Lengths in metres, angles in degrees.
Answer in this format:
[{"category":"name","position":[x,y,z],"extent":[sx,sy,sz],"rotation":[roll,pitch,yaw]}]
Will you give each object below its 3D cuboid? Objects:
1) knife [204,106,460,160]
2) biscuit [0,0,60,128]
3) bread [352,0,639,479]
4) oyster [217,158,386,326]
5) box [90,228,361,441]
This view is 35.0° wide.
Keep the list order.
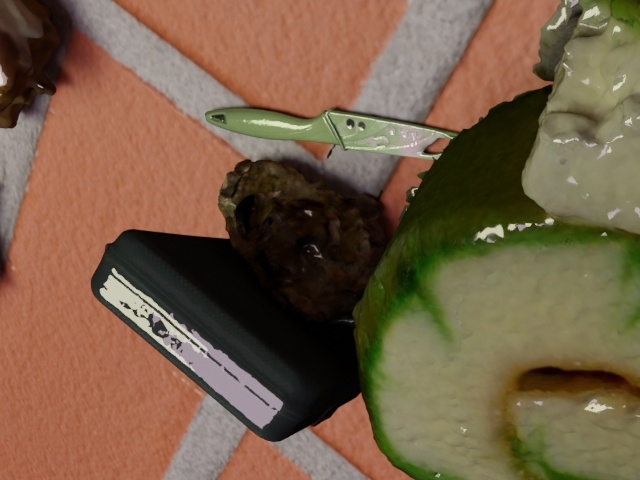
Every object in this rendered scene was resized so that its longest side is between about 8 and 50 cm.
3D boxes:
[{"category":"knife","position":[0.004,-0.079,0.707],"extent":[0.207,0.014,0.030],"rotation":[11,120,28]},{"category":"biscuit","position":[-0.365,-0.114,0.870],"extent":[0.268,0.115,0.366],"rotation":[39,128,10]},{"category":"bread","position":[0.184,0.041,0.520],"extent":[0.366,0.129,0.382],"rotation":[-1,128,30]},{"category":"oyster","position":[-0.006,-0.004,0.698],"extent":[0.177,0.105,0.056],"rotation":[49,140,41]},{"category":"box","position":[-0.046,0.056,0.681],"extent":[0.160,0.230,0.050],"rotation":[38,97,12]}]
